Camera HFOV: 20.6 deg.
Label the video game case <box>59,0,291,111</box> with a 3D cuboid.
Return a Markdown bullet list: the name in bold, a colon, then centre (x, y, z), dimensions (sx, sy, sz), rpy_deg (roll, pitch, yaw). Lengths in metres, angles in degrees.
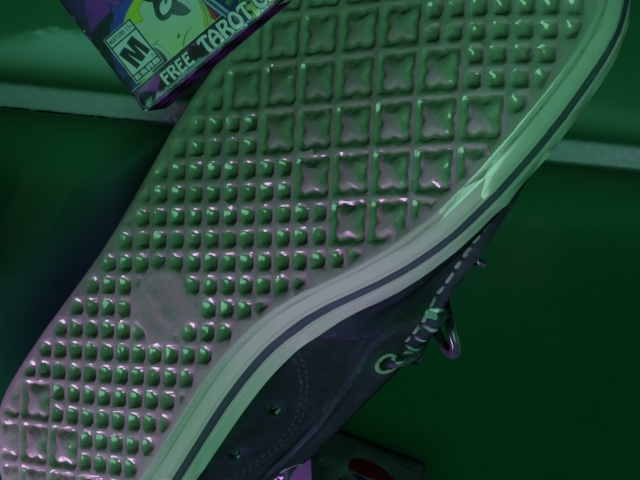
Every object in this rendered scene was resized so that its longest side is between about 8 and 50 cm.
- **video game case**: centre (-0.066, -0.219, 0.923), dimensions (0.232, 0.042, 0.210), rpy_deg (-38, 88, 15)

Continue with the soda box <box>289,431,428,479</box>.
- **soda box**: centre (-0.030, 0.269, 1.214), dimensions (0.098, 0.091, 0.286), rpy_deg (23, 114, -15)

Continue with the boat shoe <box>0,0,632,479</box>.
- **boat shoe**: centre (0.000, 0.000, 1.018), dimensions (0.156, 0.187, 0.500), rpy_deg (5, 133, -50)
